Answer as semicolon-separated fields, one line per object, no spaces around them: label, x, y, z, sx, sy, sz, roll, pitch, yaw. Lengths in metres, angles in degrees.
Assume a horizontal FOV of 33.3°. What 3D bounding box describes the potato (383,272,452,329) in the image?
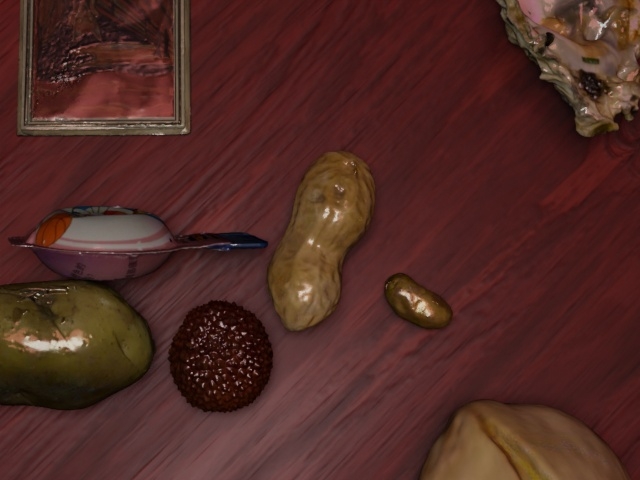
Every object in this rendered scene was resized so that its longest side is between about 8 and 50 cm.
potato;0.113;0.075;1.273;0.092;0.045;0.046;33;116;1

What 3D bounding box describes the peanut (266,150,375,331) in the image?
peanut;0.000;0.000;1.251;0.098;0.103;0.229;16;76;13

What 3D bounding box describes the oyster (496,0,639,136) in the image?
oyster;0.302;-0.289;1.335;0.201;0.107;0.354;10;66;-22

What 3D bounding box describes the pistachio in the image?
pistachio;0.235;0.308;1.142;0.229;0.238;0.321;-28;52;-3

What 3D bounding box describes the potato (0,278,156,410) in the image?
potato;-0.311;0.112;1.184;0.248;0.169;0.143;-1;49;-1

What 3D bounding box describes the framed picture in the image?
framed picture;-0.268;-0.262;1.329;0.216;0.016;0.273;-2;79;-4

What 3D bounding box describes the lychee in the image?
lychee;-0.115;0.128;1.213;0.123;0.123;0.129;-26;117;-8

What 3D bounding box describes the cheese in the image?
cheese;-0.205;0.002;1.210;0.286;0.189;0.074;-1;99;-19
